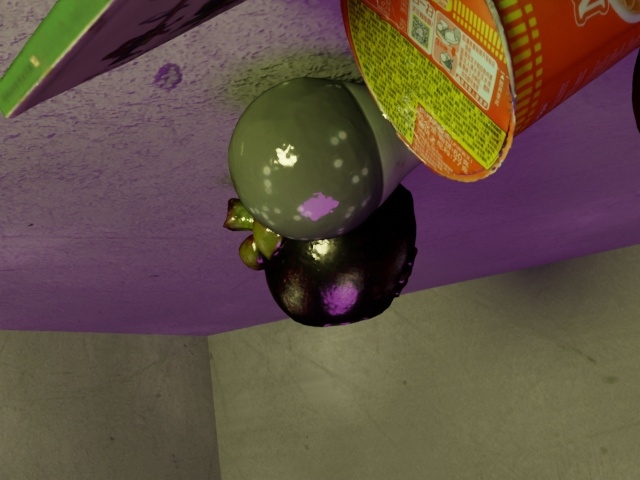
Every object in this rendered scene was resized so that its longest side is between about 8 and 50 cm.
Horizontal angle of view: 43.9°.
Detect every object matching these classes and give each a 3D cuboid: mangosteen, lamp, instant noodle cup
[{"bbox_3d":[0.003,0.004,1.189,0.287,0.233,0.287,-9,-163,3],"label":"mangosteen"},{"bbox_3d":[0.053,-0.109,0.878,0.313,0.182,0.182,-17,167,0],"label":"lamp"},{"bbox_3d":[0.150,-0.170,0.560,0.212,0.193,0.193,-29,174,-18],"label":"instant noodle cup"}]

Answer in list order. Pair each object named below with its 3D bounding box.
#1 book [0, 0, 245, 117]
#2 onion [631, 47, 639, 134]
[{"bbox_3d":[-0.018,-0.190,0.442,0.371,0.043,0.260,-20,-163,50],"label":"book"},{"bbox_3d":[0.435,-0.147,0.736,0.276,0.276,0.276,-7,167,-2],"label":"onion"}]
